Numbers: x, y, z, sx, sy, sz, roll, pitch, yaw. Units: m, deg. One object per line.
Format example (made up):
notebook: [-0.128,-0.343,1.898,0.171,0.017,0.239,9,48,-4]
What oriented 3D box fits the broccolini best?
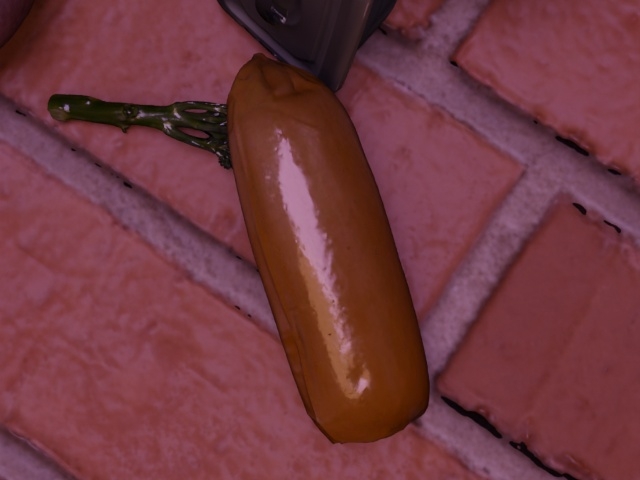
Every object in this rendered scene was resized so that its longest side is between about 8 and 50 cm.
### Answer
broccolini: [-0.157,-0.109,0.884,0.216,0.058,0.067,4,49,10]

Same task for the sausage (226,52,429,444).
sausage: [0.003,-0.001,0.808,0.134,0.116,0.354,-20,94,-35]

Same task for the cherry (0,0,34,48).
cherry: [-0.358,-0.281,0.816,0.239,0.206,0.240,-1,85,15]

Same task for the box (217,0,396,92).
box: [-0.007,-0.242,0.797,0.162,0.227,0.130,43,73,5]
